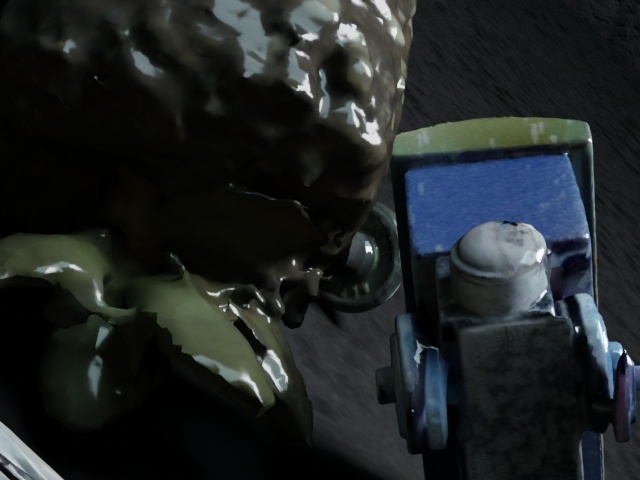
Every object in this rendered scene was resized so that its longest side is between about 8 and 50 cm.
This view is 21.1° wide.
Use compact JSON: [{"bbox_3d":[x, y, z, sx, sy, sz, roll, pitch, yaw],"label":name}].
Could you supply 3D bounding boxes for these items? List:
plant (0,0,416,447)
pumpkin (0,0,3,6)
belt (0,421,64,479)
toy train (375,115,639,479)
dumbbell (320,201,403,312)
[{"bbox_3d":[-0.073,-0.041,0.876,0.215,0.312,0.213,14,-20,-4],"label":"plant"},{"bbox_3d":[-0.247,-0.175,0.911,0.202,0.140,0.202,52,6,-8],"label":"pumpkin"},{"bbox_3d":[-0.127,0.122,0.567,0.230,0.126,0.139,42,21,-5],"label":"belt"},{"bbox_3d":[0.099,0.095,0.922,0.202,0.131,0.300,-92,175,-57],"label":"toy train"},{"bbox_3d":[0.000,0.000,1.120,0.110,0.110,0.254,54,15,23],"label":"dumbbell"}]
